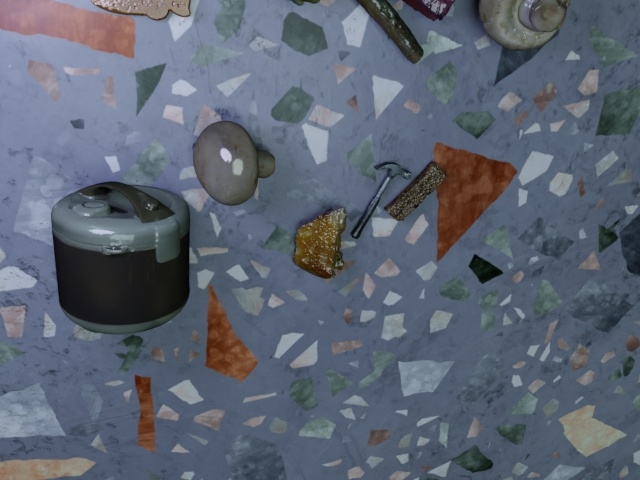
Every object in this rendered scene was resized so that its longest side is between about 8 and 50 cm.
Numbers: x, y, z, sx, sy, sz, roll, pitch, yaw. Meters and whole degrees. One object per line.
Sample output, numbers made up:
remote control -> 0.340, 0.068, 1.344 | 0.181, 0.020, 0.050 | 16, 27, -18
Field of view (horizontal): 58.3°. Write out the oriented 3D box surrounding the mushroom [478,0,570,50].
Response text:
mushroom -> 0.509, -0.597, 1.415 | 0.254, 0.184, 0.255 | -8, 136, -7

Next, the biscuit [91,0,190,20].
biscuit -> -0.377, -0.578, 1.285 | 0.280, 0.043, 0.183 | -20, 113, 1

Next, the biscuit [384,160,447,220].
biscuit -> 0.275, -0.139, 1.645 | 0.199, 0.034, 0.064 | -45, 117, 9

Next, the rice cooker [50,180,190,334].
rice cooker -> -0.473, 0.020, 1.387 | 0.334, 0.335, 0.326 | -1, 114, -13

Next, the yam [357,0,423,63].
yam -> 0.163, -0.551, 1.417 | 0.061, 0.061, 0.274 | -45, 118, 9

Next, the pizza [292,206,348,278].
pizza -> 0.000, 0.000, 1.628 | 0.147, 0.069, 0.227 | 7, 110, 7

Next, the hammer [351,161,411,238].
hammer -> 0.151, -0.112, 1.633 | 0.103, 0.029, 0.246 | 25, 107, -23

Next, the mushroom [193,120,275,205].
mushroom -> -0.208, -0.189, 1.416 | 0.209, 0.206, 0.207 | 1, 113, -14

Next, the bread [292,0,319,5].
bread -> -0.092, -0.610, 1.261 | 0.257, 0.186, 0.124 | 20, 104, -29

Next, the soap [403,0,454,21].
soap -> 0.213, -0.669, 1.334 | 0.289, 0.112, 0.182 | 30, 99, -18
